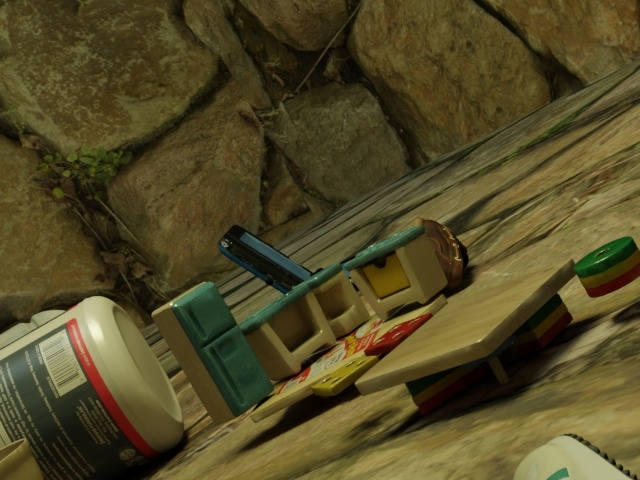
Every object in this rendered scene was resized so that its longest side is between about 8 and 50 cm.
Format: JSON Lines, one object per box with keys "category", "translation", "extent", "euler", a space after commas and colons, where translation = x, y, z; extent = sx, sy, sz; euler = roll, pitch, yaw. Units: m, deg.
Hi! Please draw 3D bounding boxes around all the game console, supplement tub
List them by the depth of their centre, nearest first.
{"category": "supplement tub", "translation": [-0.305, 0.201, 1.373], "extent": [0.272, 0.191, 0.191], "euler": [-30, 4, 0]}
{"category": "game console", "translation": [0.000, 0.000, 1.904], "extent": [0.173, 0.250, 0.293], "euler": [-57, 3, 3]}

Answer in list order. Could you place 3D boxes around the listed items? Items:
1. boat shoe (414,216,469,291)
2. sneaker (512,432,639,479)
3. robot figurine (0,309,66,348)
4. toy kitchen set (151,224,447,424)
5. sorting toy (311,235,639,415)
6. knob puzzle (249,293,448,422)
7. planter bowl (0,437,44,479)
{"category": "boat shoe", "translation": [0.130, 0.022, 1.417], "extent": [0.073, 0.073, 0.207], "euler": [8, 13, 6]}
{"category": "sneaker", "translation": [0.088, 0.121, 0.483], "extent": [0.075, 0.057, 0.161], "euler": [-25, 6, -8]}
{"category": "robot figurine", "translation": [-0.437, 0.234, 1.848], "extent": [0.353, 0.199, 0.300], "euler": [-31, -24, -19]}
{"category": "toy kitchen set", "translation": [-0.015, 0.053, 1.169], "extent": [0.166, 0.122, 0.207], "euler": [-27, 6, 47]}
{"category": "sorting toy", "translation": [0.109, 0.080, 0.926], "extent": [0.275, 0.046, 0.132], "euler": [-25, 6, 46]}
{"category": "knob puzzle", "translation": [0.039, 0.109, 1.196], "extent": [0.213, 0.030, 0.213], "euler": [-30, 3, 2]}
{"category": "planter bowl", "translation": [-0.316, 0.273, 1.165], "extent": [0.162, 0.109, 0.162], "euler": [-29, 4, 2]}
